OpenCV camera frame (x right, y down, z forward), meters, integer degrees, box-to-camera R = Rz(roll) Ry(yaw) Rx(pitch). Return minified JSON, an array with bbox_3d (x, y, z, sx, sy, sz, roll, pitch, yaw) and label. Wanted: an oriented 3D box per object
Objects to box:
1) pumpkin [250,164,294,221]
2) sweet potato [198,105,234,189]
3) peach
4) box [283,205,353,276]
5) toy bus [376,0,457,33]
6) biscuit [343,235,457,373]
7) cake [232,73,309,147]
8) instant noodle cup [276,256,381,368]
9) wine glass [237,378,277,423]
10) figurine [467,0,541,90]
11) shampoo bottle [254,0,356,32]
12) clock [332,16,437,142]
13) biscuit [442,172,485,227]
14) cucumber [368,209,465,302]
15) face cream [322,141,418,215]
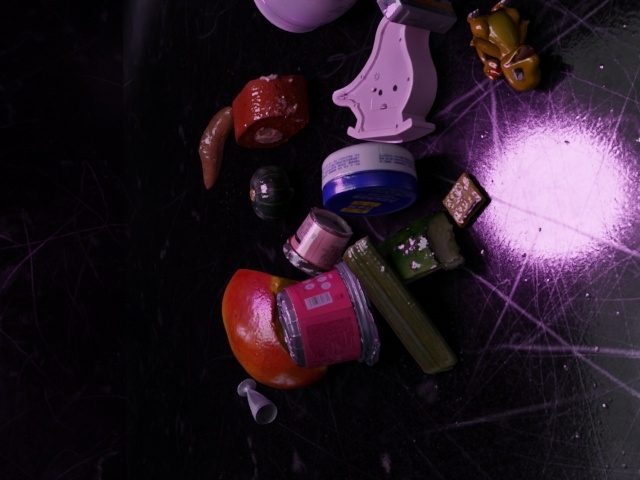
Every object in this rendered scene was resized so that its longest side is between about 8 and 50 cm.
[{"bbox_3d":[-0.143,-0.137,1.745,0.167,0.125,0.167,24,119,53],"label":"pumpkin"},{"bbox_3d":[-0.383,-0.346,2.150,0.114,0.092,0.341,45,127,27],"label":"sweet potato"},{"bbox_3d":[-0.129,0.237,1.606,0.381,0.243,0.305,9,91,56],"label":"peach"},{"bbox_3d":[0.000,0.000,1.511,0.135,0.151,0.151,-61,41,22],"label":"box"},{"bbox_3d":[0.197,-0.467,1.210,0.057,0.172,0.072,-42,60,47],"label":"toy bus"},{"bbox_3d":[0.159,0.140,1.232,0.322,0.038,0.099,55,138,4],"label":"biscuit"},{"bbox_3d":[-0.153,-0.371,1.727,0.283,0.177,0.150,-18,73,56],"label":"cake"},{"bbox_3d":[0.005,0.181,1.370,0.302,0.182,0.258,-179,75,-79],"label":"instant noodle cup"},{"bbox_3d":[-0.196,0.491,1.844,0.155,0.073,0.073,38,120,54],"label":"wine glass"},{"bbox_3d":[0.333,-0.336,1.088,0.122,0.122,0.176,96,150,-64],"label":"figurine"},{"bbox_3d":[-0.026,-0.667,1.468,0.266,0.273,0.272,161,107,-64],"label":"shampoo bottle"},{"bbox_3d":[0.142,-0.361,1.372,0.290,0.080,0.275,2,90,55],"label":"clock"},{"bbox_3d":[0.285,-0.080,1.194,0.083,0.018,0.081,-59,43,35],"label":"biscuit"},{"bbox_3d":[0.161,0.049,1.305,0.325,0.105,0.145,-38,59,53],"label":"cucumber"},{"bbox_3d":[0.105,-0.131,1.299,0.206,0.206,0.111,-26,62,53],"label":"face cream"}]
